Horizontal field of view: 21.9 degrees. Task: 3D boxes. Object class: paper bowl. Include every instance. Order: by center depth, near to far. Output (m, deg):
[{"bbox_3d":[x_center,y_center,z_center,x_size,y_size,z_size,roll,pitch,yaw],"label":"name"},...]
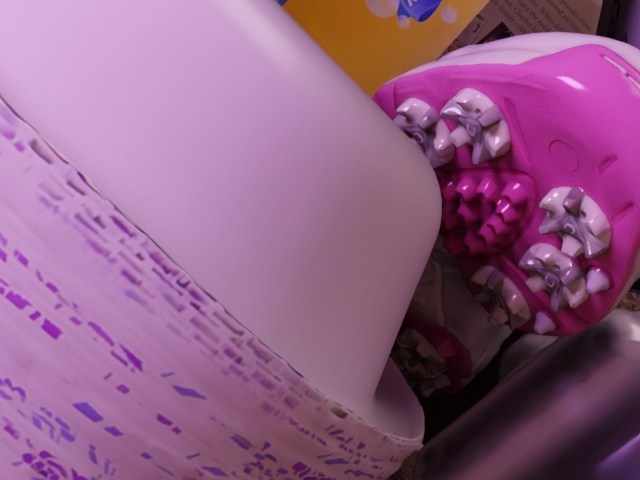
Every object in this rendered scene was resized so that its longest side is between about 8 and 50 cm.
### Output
[{"bbox_3d":[-0.075,-0.032,0.511,0.284,0.148,0.284,45,5,-5],"label":"paper bowl"}]

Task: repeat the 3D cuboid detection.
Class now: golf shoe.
[{"bbox_3d":[0.085,-0.029,0.651,0.115,0.140,0.306,52,-16,2],"label":"golf shoe"}]

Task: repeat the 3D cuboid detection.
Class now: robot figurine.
[{"bbox_3d":[0.179,0.160,0.739,0.353,0.200,0.300,40,17,-47],"label":"robot figurine"}]

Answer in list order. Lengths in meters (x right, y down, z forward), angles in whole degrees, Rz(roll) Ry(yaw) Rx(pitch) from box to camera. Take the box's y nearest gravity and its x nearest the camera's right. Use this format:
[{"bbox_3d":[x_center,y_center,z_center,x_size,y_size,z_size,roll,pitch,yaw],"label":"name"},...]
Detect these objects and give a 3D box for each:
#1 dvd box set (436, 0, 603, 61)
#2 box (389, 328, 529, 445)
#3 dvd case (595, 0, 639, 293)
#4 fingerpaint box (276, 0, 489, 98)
[{"bbox_3d":[0.088,-0.191,1.436,0.307,0.420,0.062,46,6,5],"label":"dvd box set"},{"bbox_3d":[0.006,-0.072,0.982,0.381,0.143,0.191,52,4,-4],"label":"box"},{"bbox_3d":[0.168,-0.106,0.856,0.030,0.238,0.179,11,10,-1],"label":"dvd case"},{"bbox_3d":[-0.041,-0.261,0.784,0.371,0.445,0.163,45,-22,-10],"label":"fingerpaint box"}]
